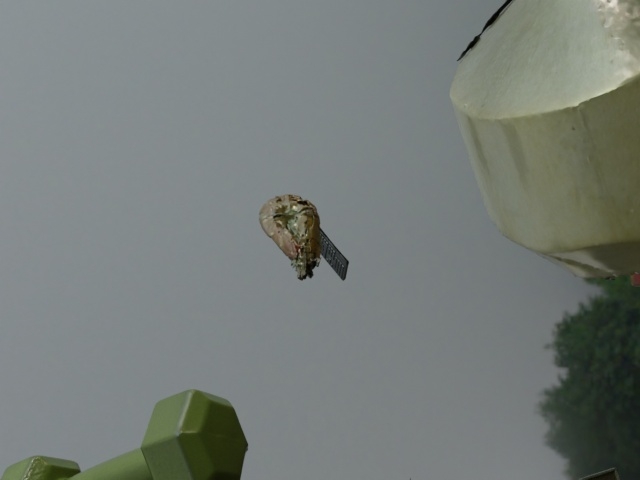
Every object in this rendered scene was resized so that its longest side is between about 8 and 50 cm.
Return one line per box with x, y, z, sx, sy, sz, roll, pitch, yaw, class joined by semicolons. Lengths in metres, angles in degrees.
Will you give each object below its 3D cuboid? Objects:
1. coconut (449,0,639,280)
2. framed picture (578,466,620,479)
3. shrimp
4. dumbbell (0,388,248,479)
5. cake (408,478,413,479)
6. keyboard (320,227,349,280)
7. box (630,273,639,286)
0.283;-0.130;0.803;0.323;0.322;0.323;-2;-90;-68;coconut
0.567;0.530;1.571;0.109;0.011;0.149;-3;-108;-32;framed picture
-0.037;-0.004;1.146;0.184;0.091;0.043;-110;23;-46;shrimp
-0.221;0.258;0.861;0.121;0.301;0.108;33;-143;-51;dumbbell
0.190;0.384;1.173;0.055;0.140;0.051;-48;-17;-30;cake
0.000;0.000;1.348;0.010;0.155;0.053;-23;-34;-25;keyboard
0.551;-0.087;1.178;0.089;0.197;0.314;-17;-78;-40;box
